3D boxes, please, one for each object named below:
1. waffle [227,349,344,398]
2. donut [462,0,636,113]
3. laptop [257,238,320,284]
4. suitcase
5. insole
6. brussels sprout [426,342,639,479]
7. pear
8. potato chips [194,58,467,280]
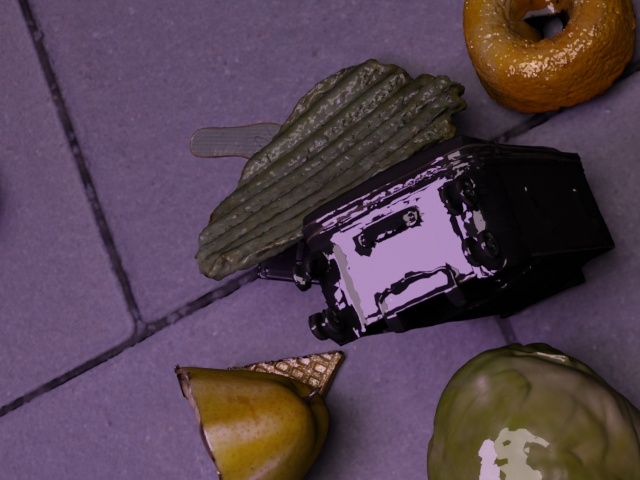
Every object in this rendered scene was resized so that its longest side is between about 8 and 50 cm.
[{"bbox_3d":[-0.050,0.173,2.008,0.152,0.023,0.097,22,87,25],"label":"waffle"},{"bbox_3d":[0.304,-0.293,1.927,0.253,0.118,0.253,-13,59,23],"label":"donut"},{"bbox_3d":[0.000,0.000,2.032,0.180,0.016,0.129,5,81,22],"label":"laptop"},{"bbox_3d":[0.167,0.000,1.736,0.283,0.434,0.194,-27,77,28],"label":"suitcase"},{"bbox_3d":[-0.110,-0.144,2.113,0.188,0.004,0.064,2,78,22],"label":"insole"},{"bbox_3d":[0.272,0.284,1.748,0.316,0.242,0.274,39,77,7],"label":"brussels sprout"},{"bbox_3d":[-0.072,0.255,1.905,0.178,0.267,0.267,-19,70,-7],"label":"pear"},{"bbox_3d":[-0.002,-0.101,1.919,0.429,0.070,0.358,-38,25,-5],"label":"potato chips"}]
